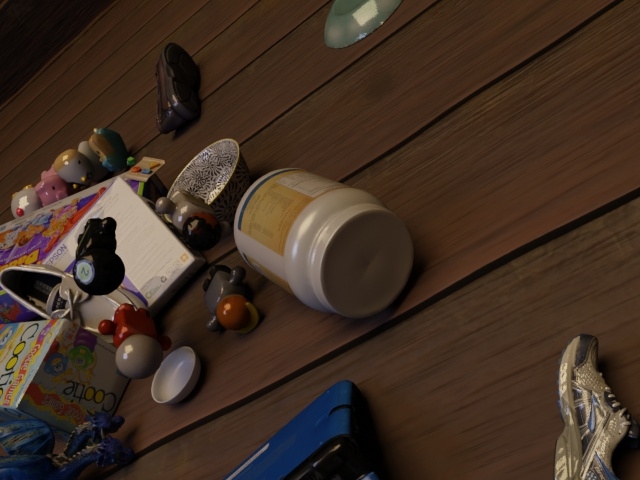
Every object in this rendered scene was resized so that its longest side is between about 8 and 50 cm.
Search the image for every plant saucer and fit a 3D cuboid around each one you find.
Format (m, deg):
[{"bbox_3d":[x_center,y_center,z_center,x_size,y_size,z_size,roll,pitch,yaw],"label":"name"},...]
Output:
[{"bbox_3d":[0.073,-0.436,1.234,0.195,0.037,0.195,-29,38,25],"label":"plant saucer"}]

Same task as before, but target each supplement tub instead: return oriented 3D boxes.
[{"bbox_3d":[0.000,0.000,0.792,0.144,0.144,0.199,-53,35,-7],"label":"supplement tub"}]

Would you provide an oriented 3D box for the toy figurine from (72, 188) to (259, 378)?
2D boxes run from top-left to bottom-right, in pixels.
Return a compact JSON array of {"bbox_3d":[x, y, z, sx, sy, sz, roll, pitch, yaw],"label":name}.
[{"bbox_3d":[-0.203,0.053,0.886,0.209,0.213,0.148,-20,26,-12],"label":"toy figurine"}]

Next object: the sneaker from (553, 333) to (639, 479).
[{"bbox_3d":[0.215,0.137,0.518,0.058,0.052,0.135,-7,59,32],"label":"sneaker"}]

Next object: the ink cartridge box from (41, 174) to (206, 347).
[{"bbox_3d":[-0.324,0.036,1.102,0.206,0.045,0.208,-46,72,5],"label":"ink cartridge box"}]

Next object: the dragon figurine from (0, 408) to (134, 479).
[{"bbox_3d":[-0.398,0.294,0.894,0.085,0.289,0.144,-114,33,-55],"label":"dragon figurine"}]

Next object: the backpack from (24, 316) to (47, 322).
[{"bbox_3d":[-0.585,0.134,1.353,0.114,0.084,0.105,-32,38,12],"label":"backpack"}]

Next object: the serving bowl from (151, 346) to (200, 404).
[{"bbox_3d":[-0.192,0.188,0.922,0.083,0.027,0.083,-29,39,27],"label":"serving bowl"}]

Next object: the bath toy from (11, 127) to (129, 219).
[{"bbox_3d":[-0.609,-0.128,1.609,0.348,0.151,0.129,-32,73,23],"label":"bath toy"}]

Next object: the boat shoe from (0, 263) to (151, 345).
[{"bbox_3d":[-0.385,0.100,1.042,0.258,0.084,0.095,13,87,20],"label":"boat shoe"}]

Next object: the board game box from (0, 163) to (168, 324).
[{"bbox_3d":[-0.465,0.011,1.270,0.347,0.078,0.233,-21,40,10],"label":"board game box"}]

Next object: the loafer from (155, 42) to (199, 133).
[{"bbox_3d":[-0.344,-0.354,1.553,0.095,0.109,0.302,-39,38,20],"label":"loafer"}]

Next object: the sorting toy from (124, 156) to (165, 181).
[{"bbox_3d":[-0.343,-0.139,1.279,0.083,0.012,0.062,12,48,26],"label":"sorting toy"}]

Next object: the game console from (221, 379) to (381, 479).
[{"bbox_3d":[-0.028,0.313,0.624,0.293,0.173,0.250,-42,4,8],"label":"game console"}]

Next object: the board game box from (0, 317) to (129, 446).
[{"bbox_3d":[-0.443,0.221,1.062,0.275,0.144,0.142,-9,50,42],"label":"board game box"}]

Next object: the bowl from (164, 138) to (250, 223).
[{"bbox_3d":[-0.170,-0.077,1.110,0.170,0.080,0.170,-28,40,26],"label":"bowl"}]
